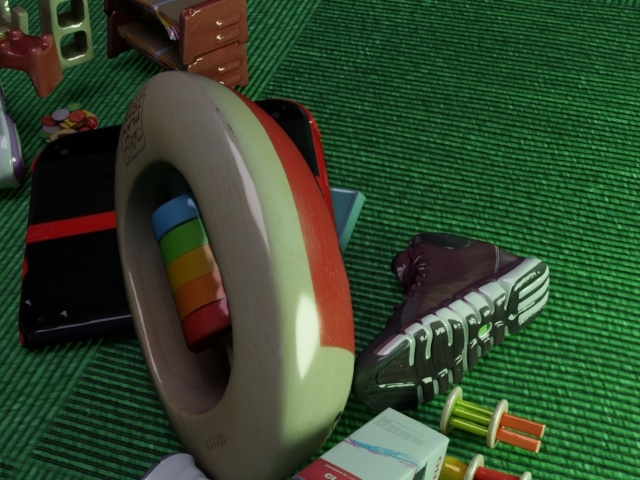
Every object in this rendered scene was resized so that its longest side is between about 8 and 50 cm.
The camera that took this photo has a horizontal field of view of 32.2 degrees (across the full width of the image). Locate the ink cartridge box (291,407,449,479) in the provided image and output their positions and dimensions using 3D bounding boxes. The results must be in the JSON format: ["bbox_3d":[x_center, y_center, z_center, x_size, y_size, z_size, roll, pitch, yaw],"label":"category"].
[{"bbox_3d":[0.036,0.244,0.994,0.072,0.127,0.175,23,23,25],"label":"ink cartridge box"}]

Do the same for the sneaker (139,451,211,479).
[{"bbox_3d":[-0.165,0.330,0.991,0.129,0.111,0.297,28,59,15],"label":"sneaker"}]

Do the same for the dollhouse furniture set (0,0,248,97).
[{"bbox_3d":[-0.303,-0.260,1.524,0.374,0.152,0.201,-27,48,-32],"label":"dollhouse furniture set"}]

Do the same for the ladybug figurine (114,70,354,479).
[{"bbox_3d":[-0.086,0.027,1.140,0.162,0.305,0.449,-7,74,-34],"label":"ladybug figurine"}]

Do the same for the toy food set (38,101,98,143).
[{"bbox_3d":[-0.355,-0.161,1.562,0.083,0.020,0.082,-35,52,-26],"label":"toy food set"}]

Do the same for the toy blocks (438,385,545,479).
[{"bbox_3d":[0.183,0.217,1.102,0.148,0.054,0.123,17,50,21],"label":"toy blocks"}]

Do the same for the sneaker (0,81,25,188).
[{"bbox_3d":[-0.505,-0.174,1.525,0.152,0.114,0.305,-17,46,-13],"label":"sneaker"}]

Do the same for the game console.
[{"bbox_3d":[-0.178,-0.029,1.383,0.387,0.060,0.342,-10,50,2],"label":"game console"}]

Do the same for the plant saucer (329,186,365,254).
[{"bbox_3d":[0.000,0.000,1.366,0.067,0.018,0.192,9,46,14],"label":"plant saucer"}]

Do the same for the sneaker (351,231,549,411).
[{"bbox_3d":[0.108,0.077,1.232,0.281,0.106,0.162,-26,41,-31],"label":"sneaker"}]
